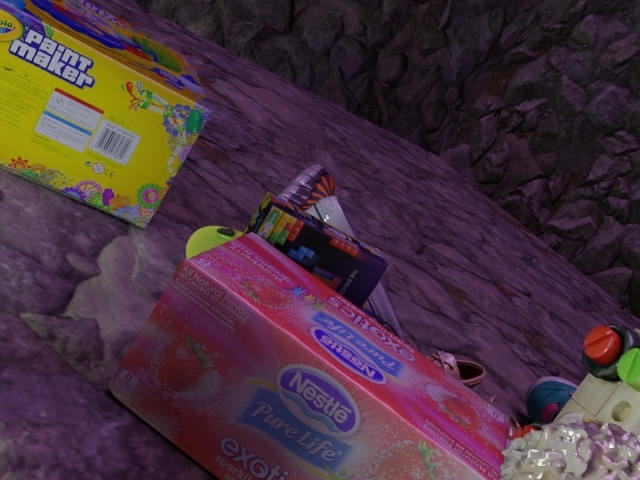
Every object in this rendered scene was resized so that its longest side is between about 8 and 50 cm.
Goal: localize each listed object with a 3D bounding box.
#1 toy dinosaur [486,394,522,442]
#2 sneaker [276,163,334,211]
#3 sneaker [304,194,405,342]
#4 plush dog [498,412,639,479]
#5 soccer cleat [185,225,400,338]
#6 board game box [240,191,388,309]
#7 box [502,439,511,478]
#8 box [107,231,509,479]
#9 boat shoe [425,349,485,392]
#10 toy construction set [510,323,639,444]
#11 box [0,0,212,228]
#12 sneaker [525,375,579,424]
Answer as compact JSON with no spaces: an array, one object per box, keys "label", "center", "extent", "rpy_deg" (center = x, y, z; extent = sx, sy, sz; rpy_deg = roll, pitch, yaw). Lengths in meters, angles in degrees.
[{"label":"toy dinosaur","center":[0.233,0.247,0.964],"extent":[0.183,0.053,0.092],"rpy_deg":[11,28,-53]},{"label":"sneaker","center":[0.000,0.000,1.158],"extent":[0.180,0.124,0.321],"rpy_deg":[37,27,-1]},{"label":"sneaker","center":[0.033,0.062,0.992],"extent":[0.258,0.091,0.094],"rpy_deg":[62,8,-23]},{"label":"plush dog","center":[0.075,0.236,0.383],"extent":[0.225,0.262,0.210],"rpy_deg":[10,36,-37]},{"label":"soccer cleat","center":[-0.036,0.083,0.914],"extent":[0.289,0.093,0.121],"rpy_deg":[30,-15,5]},{"label":"board game box","center":[-0.035,0.057,0.788],"extent":[0.141,0.170,0.048],"rpy_deg":[27,15,-19]},{"label":"box","center":[0.157,0.275,0.713],"extent":[0.067,0.063,0.324],"rpy_deg":[37,16,13]},{"label":"box","center":[-0.004,0.141,0.655],"extent":[0.300,0.142,0.154],"rpy_deg":[36,17,9]},{"label":"boat shoe","center":[0.159,0.174,1.019],"extent":[0.170,0.059,0.063],"rpy_deg":[17,23,-45]},{"label":"toy construction set","center":[0.255,0.182,0.564],"extent":[0.151,0.327,0.215],"rpy_deg":[50,-2,-22]},{"label":"box","center":[-0.321,-0.198,0.981],"extent":[0.290,0.177,0.279],"rpy_deg":[26,17,-25]},{"label":"sneaker","center":[0.418,0.295,1.038],"extent":[0.295,0.124,0.178],"rpy_deg":[28,10,12]}]
